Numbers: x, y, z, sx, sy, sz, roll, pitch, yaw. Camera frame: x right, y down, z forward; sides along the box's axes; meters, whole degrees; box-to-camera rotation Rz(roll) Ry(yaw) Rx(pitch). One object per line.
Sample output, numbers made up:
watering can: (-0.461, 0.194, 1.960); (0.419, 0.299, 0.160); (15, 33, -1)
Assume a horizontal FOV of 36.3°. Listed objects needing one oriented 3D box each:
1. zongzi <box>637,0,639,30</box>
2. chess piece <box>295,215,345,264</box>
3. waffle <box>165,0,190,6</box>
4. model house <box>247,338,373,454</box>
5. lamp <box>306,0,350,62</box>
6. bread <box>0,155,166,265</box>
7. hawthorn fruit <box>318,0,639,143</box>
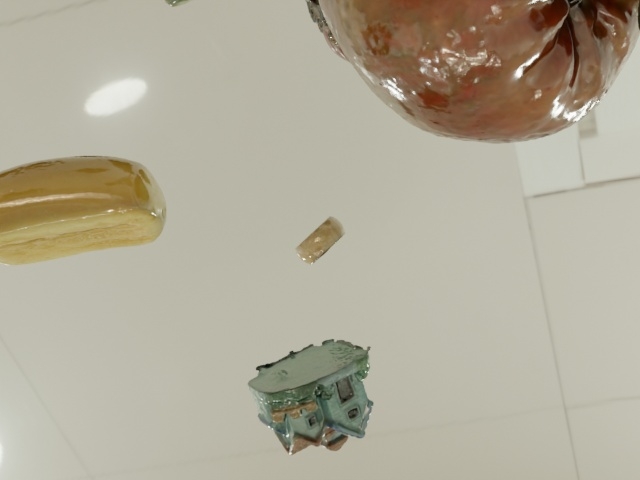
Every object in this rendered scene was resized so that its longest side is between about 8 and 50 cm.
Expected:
zongzi: (0.453, -0.340, 0.863); (0.360, 0.323, 0.160); (11, -147, 45)
chess piece: (0.000, 0.000, 1.498); (0.083, 0.038, 0.083); (-45, -178, 2)
waffle: (-0.199, -0.460, 1.219); (0.056, 0.309, 0.292); (-13, -137, -43)
model house: (0.001, 0.220, 1.247); (0.148, 0.148, 0.119); (-26, -161, -25)
lamp: (0.077, -0.373, 1.491); (0.227, 0.227, 0.227); (-13, -145, 9)
bread: (-0.280, -0.039, 1.069); (0.217, 0.147, 0.098); (-10, -103, -5)
hawthorn fruit: (0.162, -0.313, 1.123); (0.403, 0.403, 0.403); (-13, -145, 9)
